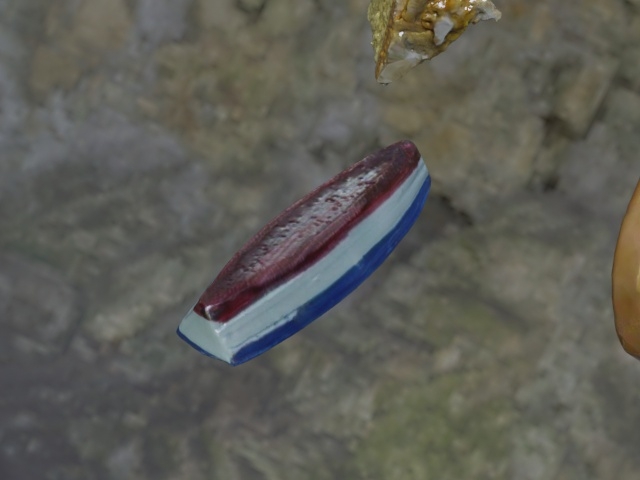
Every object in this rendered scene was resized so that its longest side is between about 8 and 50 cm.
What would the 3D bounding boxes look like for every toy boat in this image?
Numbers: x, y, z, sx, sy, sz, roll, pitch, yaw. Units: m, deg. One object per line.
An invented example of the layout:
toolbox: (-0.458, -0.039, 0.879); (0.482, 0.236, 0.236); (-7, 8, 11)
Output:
toy boat: (0.000, 0.000, 1.197); (0.080, 0.046, 0.229); (26, 48, 32)

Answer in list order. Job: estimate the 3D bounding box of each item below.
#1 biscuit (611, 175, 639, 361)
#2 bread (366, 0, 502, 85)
biscuit: (0.142, -0.127, 0.523); (0.047, 0.339, 0.216); (9, 12, 30)
bread: (0.087, -0.248, 1.900); (0.127, 0.152, 0.147); (30, 27, -28)
